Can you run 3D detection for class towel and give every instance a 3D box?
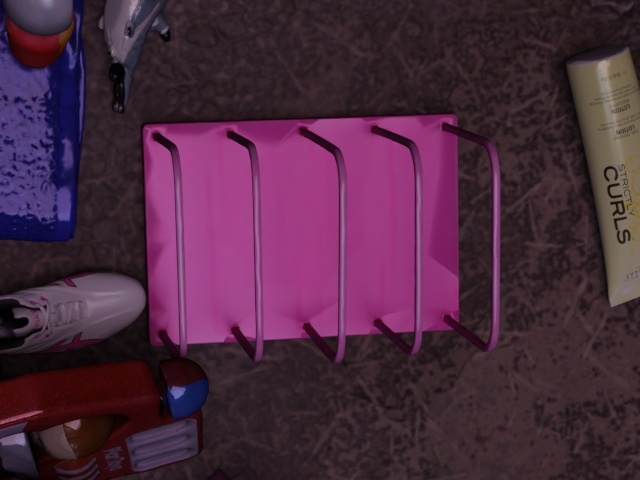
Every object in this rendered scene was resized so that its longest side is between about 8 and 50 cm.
[{"bbox_3d":[-0.358,-0.118,1.633,0.308,0.076,0.228,3,90,-11],"label":"towel"}]

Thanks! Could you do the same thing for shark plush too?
[{"bbox_3d":[-0.153,-0.191,1.672,0.067,0.073,0.161,6,92,-42],"label":"shark plush"}]

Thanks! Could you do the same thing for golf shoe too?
[{"bbox_3d":[-0.242,0.071,1.671,0.186,0.086,0.067,-12,98,-11],"label":"golf shoe"}]

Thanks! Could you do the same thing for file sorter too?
[{"bbox_3d":[0.000,0.000,1.660,0.290,0.182,0.202,-3,99,-11],"label":"file sorter"}]

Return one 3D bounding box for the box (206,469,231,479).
[{"bbox_3d":[-0.114,0.338,1.653,0.213,0.243,0.117,-41,104,-3],"label":"box"}]

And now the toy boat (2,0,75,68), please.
[{"bbox_3d":[-0.313,-0.274,1.540,0.318,0.148,0.267,44,72,3],"label":"toy boat"}]

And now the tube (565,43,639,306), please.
[{"bbox_3d":[0.288,-0.062,1.777,0.070,0.062,0.240,-6,108,30],"label":"tube"}]

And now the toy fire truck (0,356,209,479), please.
[{"bbox_3d":[-0.219,0.161,1.590,0.254,0.302,0.169,-17,71,-10],"label":"toy fire truck"}]
